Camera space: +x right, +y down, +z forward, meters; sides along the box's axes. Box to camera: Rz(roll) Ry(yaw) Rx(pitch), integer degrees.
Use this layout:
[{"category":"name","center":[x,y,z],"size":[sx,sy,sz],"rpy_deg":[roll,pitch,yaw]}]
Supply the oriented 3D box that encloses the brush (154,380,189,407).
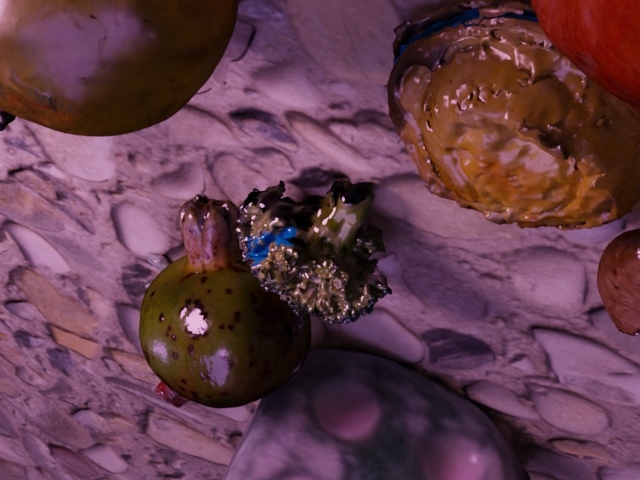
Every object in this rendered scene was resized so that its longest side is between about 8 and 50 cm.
[{"category":"brush","center":[-0.138,0.153,2.018],"size":[0.060,0.050,0.321],"rpy_deg":[37,147,-10]}]

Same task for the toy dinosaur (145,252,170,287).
[{"category":"toy dinosaur","center":[-0.147,0.092,1.925],"size":[0.187,0.044,0.106],"rpy_deg":[42,134,9]}]

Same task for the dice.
[{"category":"dice","center":[0.038,0.356,1.908],"size":[0.348,0.328,0.330],"rpy_deg":[26,150,2]}]

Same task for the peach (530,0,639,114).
[{"category":"peach","center":[0.240,-0.186,1.049],"size":[0.232,0.232,0.256],"rpy_deg":[24,132,5]}]

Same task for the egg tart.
[{"category":"egg tart","center":[0.176,-0.089,1.356],"size":[0.291,0.107,0.291],"rpy_deg":[19,148,12]}]

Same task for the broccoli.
[{"category":"broccoli","center":[0.000,0.000,1.625],"size":[0.154,0.167,0.160],"rpy_deg":[6,128,-28]}]

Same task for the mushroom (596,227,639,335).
[{"category":"mushroom","center":[0.317,0.028,1.457],"size":[0.094,0.072,0.210],"rpy_deg":[47,146,-14]}]

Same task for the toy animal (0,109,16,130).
[{"category":"toy animal","center":[-0.382,-0.222,1.527],"size":[0.187,0.165,0.235],"rpy_deg":[-6,136,31]}]

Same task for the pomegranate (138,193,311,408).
[{"category":"pomegranate","center":[-0.111,0.071,1.761],"size":[0.202,0.202,0.248],"rpy_deg":[6,115,31]}]

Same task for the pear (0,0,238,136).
[{"category":"pear","center":[-0.206,-0.213,1.336],"size":[0.321,0.269,0.269],"rpy_deg":[11,146,40]}]
